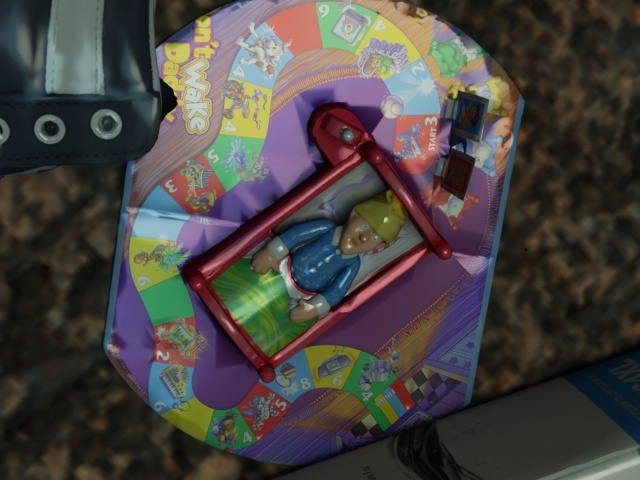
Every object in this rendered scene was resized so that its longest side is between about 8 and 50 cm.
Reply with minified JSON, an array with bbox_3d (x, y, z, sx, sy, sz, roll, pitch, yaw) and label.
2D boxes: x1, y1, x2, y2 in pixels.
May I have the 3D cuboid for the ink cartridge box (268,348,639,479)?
[{"bbox_3d":[0.059,0.140,0.533,0.203,0.086,0.148,-18,106,-5],"label":"ink cartridge box"}]

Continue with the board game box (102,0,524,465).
[{"bbox_3d":[0.000,0.000,0.522,0.133,0.033,0.168,7,100,-11],"label":"board game box"}]

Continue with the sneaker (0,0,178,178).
[{"bbox_3d":[-0.140,-0.010,0.461,0.153,0.099,0.282,24,94,-9],"label":"sneaker"}]
